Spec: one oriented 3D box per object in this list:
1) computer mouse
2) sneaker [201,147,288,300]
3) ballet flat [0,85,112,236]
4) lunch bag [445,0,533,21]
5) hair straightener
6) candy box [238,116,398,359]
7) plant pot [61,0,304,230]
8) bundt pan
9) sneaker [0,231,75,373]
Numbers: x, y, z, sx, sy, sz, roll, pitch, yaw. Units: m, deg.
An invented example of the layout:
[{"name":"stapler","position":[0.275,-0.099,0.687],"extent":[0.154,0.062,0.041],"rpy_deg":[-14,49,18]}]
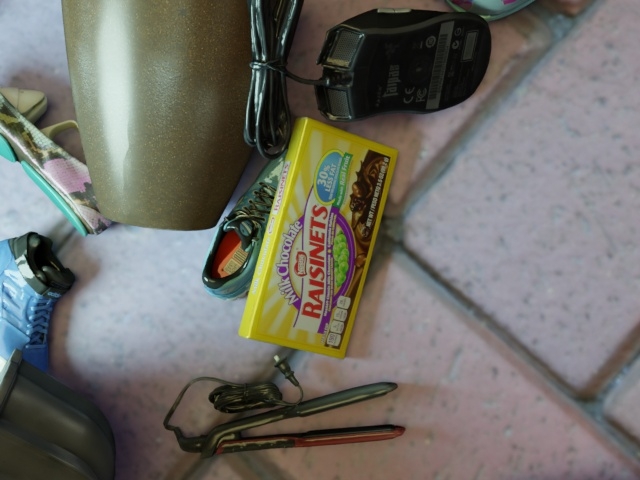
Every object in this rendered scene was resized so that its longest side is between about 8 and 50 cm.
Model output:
[{"name":"computer mouse","position":[0.039,-0.186,0.735],"extent":[0.262,0.184,0.060],"rpy_deg":[-19,39,-27]},{"name":"sneaker","position":[-0.058,-0.014,0.798],"extent":[0.063,0.073,0.162],"rpy_deg":[30,90,8]},{"name":"ballet flat","position":[-0.278,-0.098,0.839],"extent":[0.221,0.077,0.079],"rpy_deg":[41,70,2]},{"name":"lunch bag","position":[0.163,-0.353,0.781],"extent":[0.224,0.108,0.279],"rpy_deg":[-34,84,-2]},{"name":"hair straightener","position":[-0.040,0.152,0.805],"extent":[0.230,0.047,0.089],"rpy_deg":[-8,85,11]},{"name":"candy box","position":[0.000,0.000,0.789],"extent":[0.105,0.027,0.206],"rpy_deg":[16,87,-25]},{"name":"plant pot","position":[-0.132,-0.131,0.767],"extent":[0.215,0.215,0.230],"rpy_deg":[9,101,7]},{"name":"bundt pan","position":[-0.268,0.263,0.698],"extent":[0.124,0.331,0.331],"rpy_deg":[26,89,-16]},{"name":"sneaker","position":[-0.275,0.066,0.826],"extent":[0.085,0.058,0.152],"rpy_deg":[-22,77,13]}]
